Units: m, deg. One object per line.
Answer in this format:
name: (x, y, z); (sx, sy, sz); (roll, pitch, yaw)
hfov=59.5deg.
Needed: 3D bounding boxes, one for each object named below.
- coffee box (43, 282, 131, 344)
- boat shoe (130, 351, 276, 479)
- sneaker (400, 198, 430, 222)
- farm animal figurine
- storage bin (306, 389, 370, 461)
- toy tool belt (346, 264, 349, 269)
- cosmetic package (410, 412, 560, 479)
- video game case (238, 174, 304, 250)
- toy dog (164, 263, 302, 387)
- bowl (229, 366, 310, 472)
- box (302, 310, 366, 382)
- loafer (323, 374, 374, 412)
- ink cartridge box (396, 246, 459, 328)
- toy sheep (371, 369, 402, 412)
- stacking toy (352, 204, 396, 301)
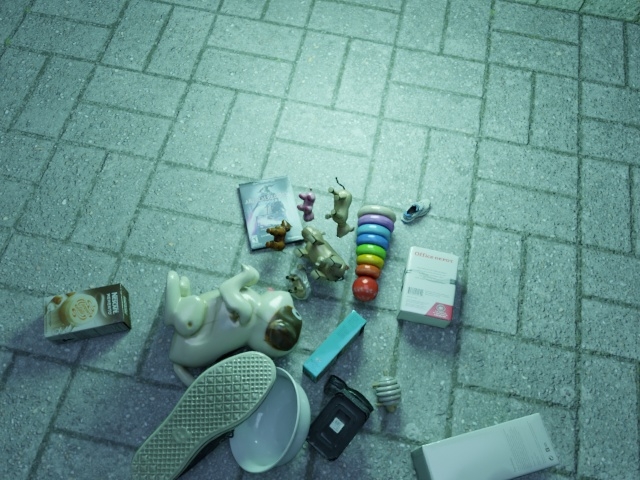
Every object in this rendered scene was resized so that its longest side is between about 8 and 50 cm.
coffee box: (-0.754, 0.238, 1.818); (0.246, 0.098, 0.141); (-12, 66, -8)
boat shoe: (-0.332, 0.514, 1.632); (0.500, 0.156, 0.187); (-44, 79, -5)
sneaker: (0.357, -0.115, 2.056); (0.135, 0.058, 0.052); (-37, 71, -18)
farm animal figurine: (0.000, 0.000, 1.896); (0.330, 0.172, 0.327); (-27, 76, 23)
storage bin: (0.051, 0.553, 1.682); (0.122, 0.084, 0.180); (38, 89, 15)
toy tool belt: (0.057, 0.086, 1.959); (0.051, 0.052, 0.083); (-48, 69, 11)
cosmetic package: (0.469, 0.635, 1.630); (0.365, 0.197, 0.155); (-11, 65, -9)
video game case: (-0.180, -0.104, 2.047); (0.196, 0.026, 0.274); (-11, 66, -8)
toy dog: (-0.259, 0.258, 1.736); (0.407, 0.284, 0.396); (0, 73, -3)
bowl: (-0.126, 0.535, 1.654); (0.297, 0.134, 0.298); (-24, 52, 35)
box: (0.045, 0.342, 1.802); (0.060, 0.100, 0.244); (40, 69, 16)
loafer: (0.089, 0.495, 1.762); (0.170, 0.062, 0.061); (34, 90, 16)
ink cartridge box: (0.364, 0.158, 1.903); (0.171, 0.100, 0.237); (12, 66, 3)
toy sheep: (0.211, 0.472, 1.757); (0.091, 0.091, 0.132); (-11, 84, -8)
stacking toy: (0.174, 0.050, 1.935); (0.141, 0.141, 0.330); (10, 68, 2)
